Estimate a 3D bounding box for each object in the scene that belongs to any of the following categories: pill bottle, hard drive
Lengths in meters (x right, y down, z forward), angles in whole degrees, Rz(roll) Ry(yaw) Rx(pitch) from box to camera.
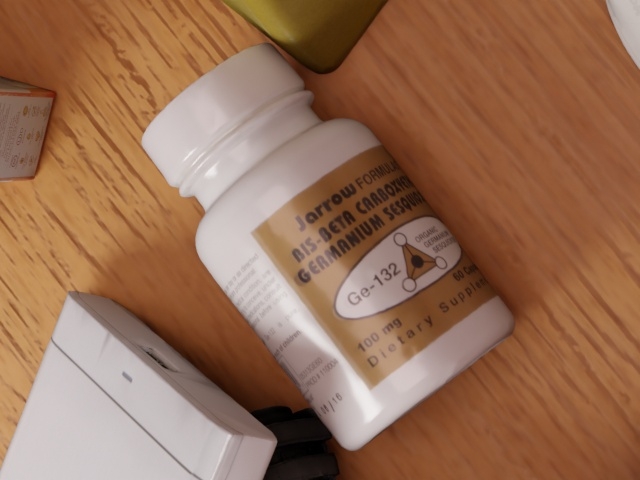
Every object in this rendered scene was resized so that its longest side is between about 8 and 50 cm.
[{"bbox_3d":[0.000,0.000,1.118,0.131,0.131,0.229,-39,83,13],"label":"pill bottle"},{"bbox_3d":[-0.158,0.234,1.145,0.233,0.047,0.353,33,104,53],"label":"hard drive"}]

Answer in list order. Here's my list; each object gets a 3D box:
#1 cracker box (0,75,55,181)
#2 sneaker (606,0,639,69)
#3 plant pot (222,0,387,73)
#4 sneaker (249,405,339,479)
[{"bbox_3d":[-0.281,-0.083,1.133,0.156,0.232,0.067,16,96,13],"label":"cracker box"},{"bbox_3d":[0.199,-0.169,1.065,0.106,0.123,0.290,-35,85,11],"label":"sneaker"},{"bbox_3d":[-0.036,-0.244,1.086,0.212,0.187,0.212,40,102,10],"label":"plant pot"},{"bbox_3d":[0.001,0.180,1.107,0.296,0.104,0.147,9,95,38],"label":"sneaker"}]
